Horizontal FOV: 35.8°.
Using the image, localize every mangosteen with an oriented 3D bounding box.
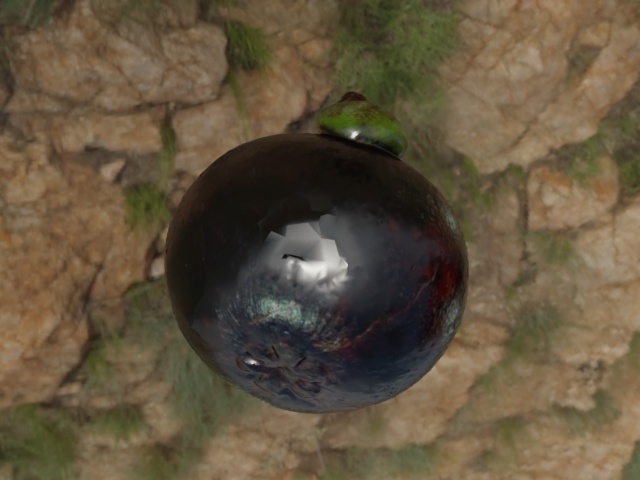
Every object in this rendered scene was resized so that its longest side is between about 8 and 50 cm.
[{"bbox_3d":[-0.002,0.012,0.698,0.216,0.216,0.216,-12,144,-9],"label":"mangosteen"}]
